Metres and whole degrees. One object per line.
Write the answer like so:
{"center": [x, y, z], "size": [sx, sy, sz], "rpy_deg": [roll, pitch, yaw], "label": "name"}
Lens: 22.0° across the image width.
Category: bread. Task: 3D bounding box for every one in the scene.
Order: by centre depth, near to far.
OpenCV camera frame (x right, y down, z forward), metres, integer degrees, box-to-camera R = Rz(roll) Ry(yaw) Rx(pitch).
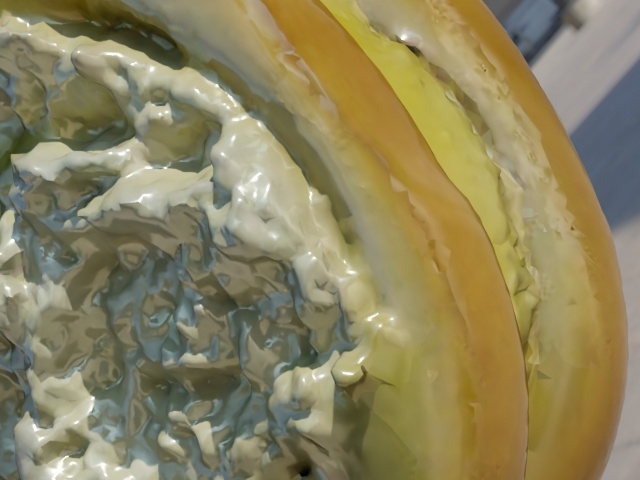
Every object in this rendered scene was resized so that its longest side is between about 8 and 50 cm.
{"center": [0.000, 0.000, 0.622], "size": [0.270, 0.315, 0.211], "rpy_deg": [-16, -10, -47], "label": "bread"}
